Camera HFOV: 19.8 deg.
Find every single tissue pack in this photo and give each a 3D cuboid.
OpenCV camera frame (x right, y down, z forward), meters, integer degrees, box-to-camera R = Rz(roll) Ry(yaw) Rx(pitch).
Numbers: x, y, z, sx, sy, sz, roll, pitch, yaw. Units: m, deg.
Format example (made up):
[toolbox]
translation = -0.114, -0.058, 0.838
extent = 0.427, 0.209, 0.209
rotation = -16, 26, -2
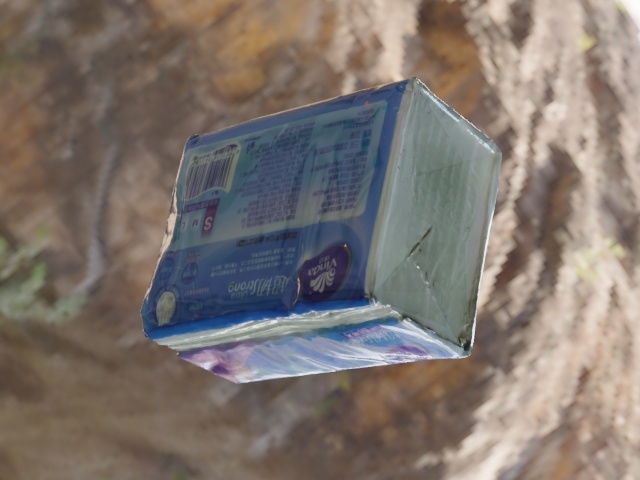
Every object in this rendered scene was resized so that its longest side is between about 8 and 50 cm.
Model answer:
[tissue pack]
translation = 0.000, 0.000, 1.507
extent = 0.263, 0.146, 0.198
rotation = -10, -122, 42
